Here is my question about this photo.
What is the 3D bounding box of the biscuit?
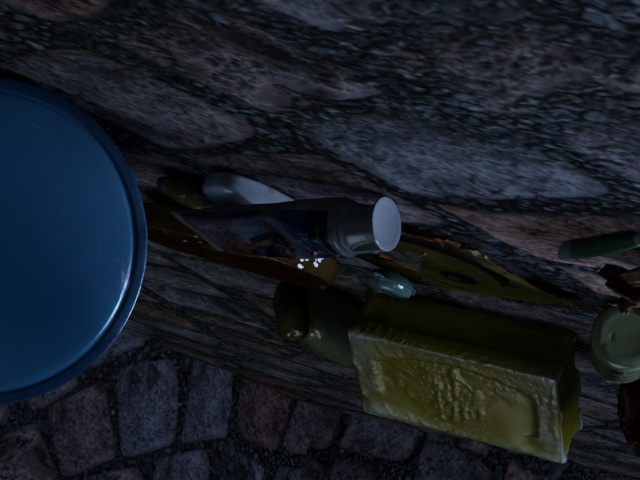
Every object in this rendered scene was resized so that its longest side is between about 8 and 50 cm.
[{"bbox_3d":[-0.106,0.004,1.903,0.272,0.049,0.257,17,172,6],"label":"biscuit"}]

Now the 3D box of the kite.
[{"bbox_3d":[0.127,0.030,1.769,0.377,0.013,0.327,16,170,2],"label":"kite"}]

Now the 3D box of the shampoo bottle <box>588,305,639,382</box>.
[{"bbox_3d":[0.353,0.124,1.721,0.079,0.079,0.162,15,170,12],"label":"shampoo bottle"}]

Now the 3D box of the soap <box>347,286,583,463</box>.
[{"bbox_3d":[0.200,0.188,2.044,0.314,0.091,0.199,12,136,24],"label":"soap"}]

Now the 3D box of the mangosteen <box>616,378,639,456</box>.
[{"bbox_3d":[0.462,0.216,1.848,0.181,0.146,0.156,10,-156,-6],"label":"mangosteen"}]

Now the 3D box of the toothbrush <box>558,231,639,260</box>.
[{"bbox_3d":[0.285,0.000,1.365,0.024,0.018,0.257,14,170,-18],"label":"toothbrush"}]

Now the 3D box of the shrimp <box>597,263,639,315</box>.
[{"bbox_3d":[0.351,0.043,1.426,0.187,0.052,0.132,-1,148,38],"label":"shrimp"}]

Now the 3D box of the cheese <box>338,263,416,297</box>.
[{"bbox_3d":[0.078,0.050,1.867,0.067,0.026,0.120,11,169,40],"label":"cheese"}]

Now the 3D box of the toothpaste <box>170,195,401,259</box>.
[{"bbox_3d":[-0.038,-0.011,1.584,0.266,0.061,0.096,-2,149,37],"label":"toothpaste"}]

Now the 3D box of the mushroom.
[{"bbox_3d":[0.042,0.144,2.258,0.087,0.107,0.333,-27,147,24],"label":"mushroom"}]

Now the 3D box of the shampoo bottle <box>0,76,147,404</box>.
[{"bbox_3d":[-0.389,0.006,1.607,0.331,0.331,0.342,21,171,-19],"label":"shampoo bottle"}]

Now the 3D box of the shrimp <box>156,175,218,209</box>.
[{"bbox_3d":[-0.103,-0.035,1.727,0.190,0.042,0.101,24,-179,-4],"label":"shrimp"}]

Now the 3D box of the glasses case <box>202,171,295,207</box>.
[{"bbox_3d":[-0.059,-0.033,1.649,0.164,0.041,0.063,27,161,-31],"label":"glasses case"}]
